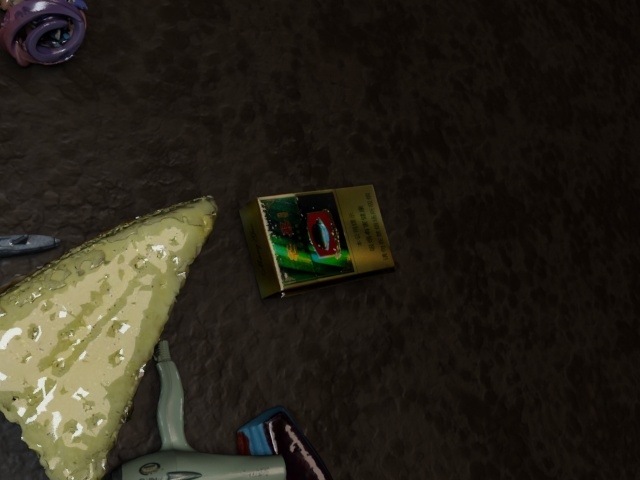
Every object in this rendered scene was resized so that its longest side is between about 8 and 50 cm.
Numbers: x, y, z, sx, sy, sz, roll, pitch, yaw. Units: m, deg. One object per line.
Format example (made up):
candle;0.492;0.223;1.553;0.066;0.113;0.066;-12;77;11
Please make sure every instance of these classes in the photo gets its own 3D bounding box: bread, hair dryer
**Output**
bread;-0.231;0.117;0.783;0.315;0.248;0.279;-23;93;-24
hair dryer;-0.146;0.264;0.882;0.218;0.088;0.225;19;57;-11

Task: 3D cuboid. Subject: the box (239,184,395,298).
box;0.000;0.000;1.087;0.240;0.071;0.160;-10;82;-36

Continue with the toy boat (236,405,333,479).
toy boat;0.003;0.427;0.945;0.136;0.079;0.392;-23;85;-37

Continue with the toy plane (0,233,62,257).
toy plane;-0.434;0.011;0.779;0.267;0.088;0.213;-8;79;-35

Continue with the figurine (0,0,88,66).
figurine;-0.391;-0.310;0.920;0.157;0.126;0.114;52;5;37
